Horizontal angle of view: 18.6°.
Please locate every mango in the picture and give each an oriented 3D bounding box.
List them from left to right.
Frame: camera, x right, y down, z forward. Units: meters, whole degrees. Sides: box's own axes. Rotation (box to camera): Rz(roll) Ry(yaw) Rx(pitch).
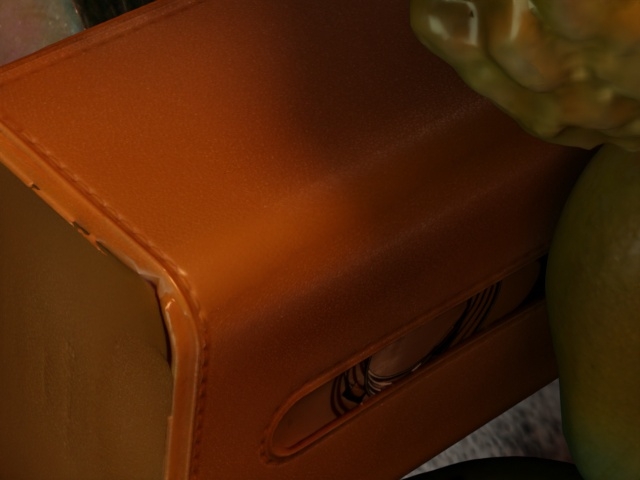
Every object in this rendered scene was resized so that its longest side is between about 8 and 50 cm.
[{"bbox_3d":[0.145,0.027,0.747,0.130,0.092,0.194,16,130,-6],"label":"mango"}]

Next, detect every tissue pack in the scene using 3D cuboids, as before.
[{"bbox_3d":[0.000,0.000,0.780,0.145,0.274,0.194,37,139,31],"label":"tissue pack"}]

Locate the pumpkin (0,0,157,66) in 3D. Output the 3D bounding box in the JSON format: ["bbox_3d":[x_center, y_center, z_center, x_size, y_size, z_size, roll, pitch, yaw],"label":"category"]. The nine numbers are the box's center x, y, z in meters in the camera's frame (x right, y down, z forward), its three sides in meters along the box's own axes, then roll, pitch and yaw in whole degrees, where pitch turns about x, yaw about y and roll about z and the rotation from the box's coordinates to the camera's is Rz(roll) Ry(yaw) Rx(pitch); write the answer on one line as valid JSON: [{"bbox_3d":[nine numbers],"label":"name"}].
[{"bbox_3d":[-0.137,-0.044,0.952,0.263,0.197,0.293,47,123,25],"label":"pumpkin"}]

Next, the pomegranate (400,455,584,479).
[{"bbox_3d":[0.062,0.244,0.845,0.261,0.340,0.260,8,128,10],"label":"pomegranate"}]

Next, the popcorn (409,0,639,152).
[{"bbox_3d":[0.092,-0.133,0.636,0.169,0.189,0.218,7,79,18],"label":"popcorn"}]
